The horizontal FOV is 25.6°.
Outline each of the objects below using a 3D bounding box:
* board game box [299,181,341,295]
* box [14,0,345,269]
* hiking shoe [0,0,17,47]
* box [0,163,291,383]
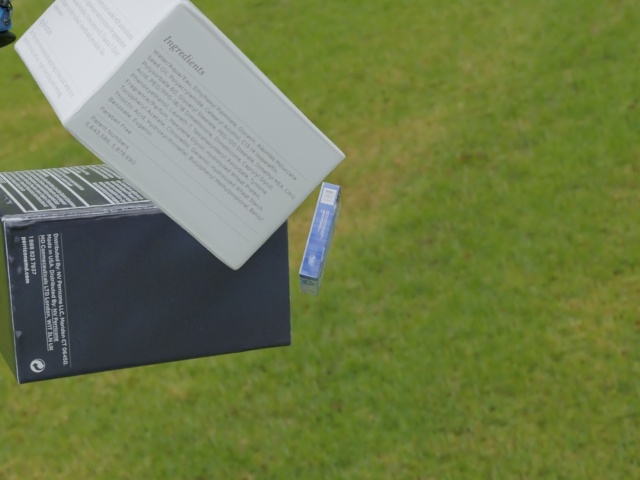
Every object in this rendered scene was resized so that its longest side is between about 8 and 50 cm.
[{"bbox_3d":[0.000,0.000,1.330,0.020,0.090,0.090,14,78,3],"label":"board game box"},{"bbox_3d":[-0.106,-0.103,1.027,0.119,0.182,0.181,-46,33,3],"label":"box"},{"bbox_3d":[-0.341,-0.240,1.335,0.113,0.132,0.304,-18,42,56],"label":"hiking shoe"},{"bbox_3d":[-0.215,0.020,1.533,0.294,0.183,0.296,-7,14,-19],"label":"box"}]
